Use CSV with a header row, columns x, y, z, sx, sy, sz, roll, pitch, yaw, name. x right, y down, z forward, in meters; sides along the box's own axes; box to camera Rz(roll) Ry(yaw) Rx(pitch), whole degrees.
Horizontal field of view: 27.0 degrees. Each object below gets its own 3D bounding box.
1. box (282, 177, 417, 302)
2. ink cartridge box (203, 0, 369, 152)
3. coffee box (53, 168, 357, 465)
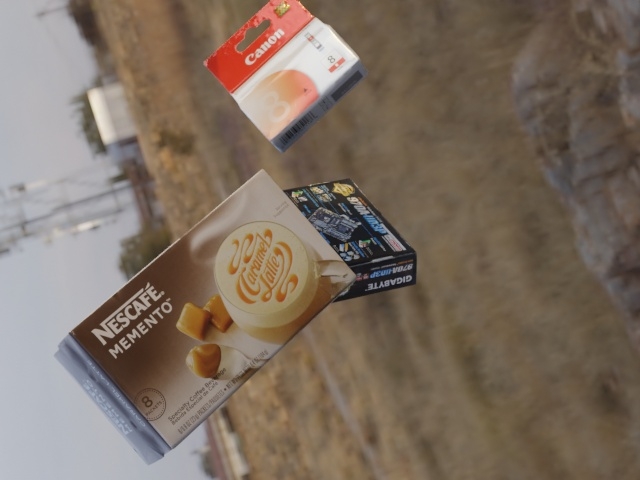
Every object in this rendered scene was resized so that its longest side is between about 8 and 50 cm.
x,y,z,sx,sy,sz,roll,pitch,yaw,name
0.000,0.000,1.717,0.220,0.175,0.051,-129,33,-53,box
-0.049,-0.215,1.605,0.179,0.145,0.045,49,-177,26,ink cartridge box
-0.106,0.069,1.234,0.141,0.246,0.098,49,153,-1,coffee box
